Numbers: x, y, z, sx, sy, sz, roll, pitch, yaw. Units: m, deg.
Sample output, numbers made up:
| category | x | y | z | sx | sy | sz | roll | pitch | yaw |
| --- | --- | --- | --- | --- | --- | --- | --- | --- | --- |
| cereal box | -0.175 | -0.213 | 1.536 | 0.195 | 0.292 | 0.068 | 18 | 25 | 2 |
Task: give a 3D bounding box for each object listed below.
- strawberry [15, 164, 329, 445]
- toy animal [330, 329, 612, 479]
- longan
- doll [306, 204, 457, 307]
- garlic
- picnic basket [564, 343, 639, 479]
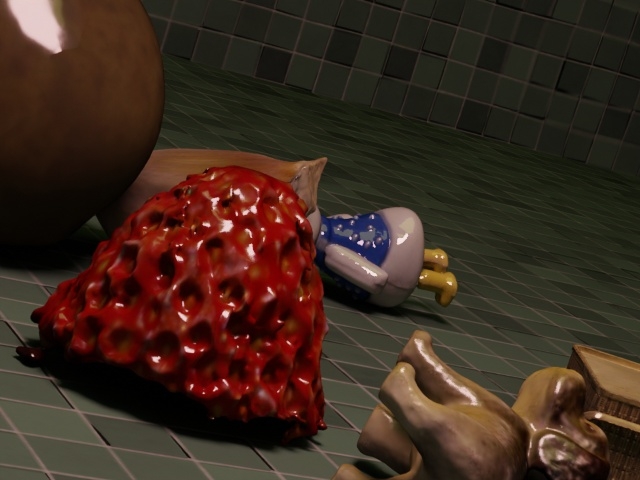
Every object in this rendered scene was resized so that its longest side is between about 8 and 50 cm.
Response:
| category | x | y | z | sx | sy | sz | roll | pitch | yaw |
| --- | --- | --- | --- | --- | --- | --- | --- | --- | --- |
| strawberry | -0.086 | 0.029 | 1.454 | 0.234 | 0.178 | 0.234 | 18 | 3 | -1 |
| toy animal | 0.106 | 0.141 | 1.362 | 0.168 | 0.121 | 0.233 | 33 | 17 | 17 |
| longan | -0.284 | -0.140 | 1.727 | 0.319 | 0.319 | 0.319 | 17 | 10 | -3 |
| doll | 0.000 | 0.000 | 1.947 | 0.293 | 0.119 | 0.138 | 18 | 25 | -26 |
| garlic | -0.143 | -0.037 | 1.826 | 0.266 | 0.129 | 0.148 | 15 | 12 | 13 |
| picnic basket | 0.253 | 0.153 | 1.625 | 0.115 | 0.079 | 0.164 | 19 | 11 | -3 |
